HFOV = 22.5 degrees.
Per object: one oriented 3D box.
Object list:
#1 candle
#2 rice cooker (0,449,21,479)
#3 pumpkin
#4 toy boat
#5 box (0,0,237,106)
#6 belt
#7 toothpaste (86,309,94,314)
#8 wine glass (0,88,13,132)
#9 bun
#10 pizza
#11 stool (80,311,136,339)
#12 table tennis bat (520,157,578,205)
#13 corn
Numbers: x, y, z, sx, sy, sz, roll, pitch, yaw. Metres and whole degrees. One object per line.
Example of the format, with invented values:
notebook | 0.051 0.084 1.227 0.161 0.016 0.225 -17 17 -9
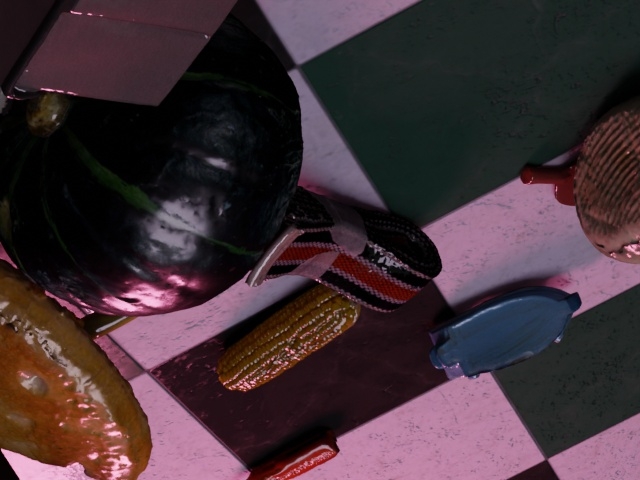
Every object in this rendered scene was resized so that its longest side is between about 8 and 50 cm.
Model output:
candle | -0.047 0.313 2.197 0.162 0.048 0.053 -29 161 8
rice cooker | -0.466 0.368 1.805 0.335 0.325 0.335 -27 145 -21
pumpkin | -0.167 -0.077 1.426 0.315 0.315 0.238 -41 134 23
toy boat | 0.240 0.115 2.091 0.215 0.088 0.102 -23 178 -2
box | -0.178 -0.255 1.242 0.153 0.252 0.188 5 137 -41
belt | 0.000 0.000 1.778 0.359 0.126 0.094 17 119 -49
toothpaste | -0.169 0.042 1.802 0.205 0.036 0.056 -20 143 3
wine glass | -0.407 -0.170 1.315 0.143 0.143 0.321 -37 141 18
bun | 0.380 -0.066 1.829 0.118 0.195 0.195 7 134 -32
pizza | -0.337 0.118 1.658 0.409 0.114 0.278 43 139 -17
stool | -0.222 0.033 1.697 0.110 0.134 0.135 -13 -172 -9
table tennis bat | 0.304 -0.075 1.923 0.155 0.019 0.098 0 138 -32
corn | -0.039 0.115 1.935 0.207 0.068 0.068 -33 143 17
